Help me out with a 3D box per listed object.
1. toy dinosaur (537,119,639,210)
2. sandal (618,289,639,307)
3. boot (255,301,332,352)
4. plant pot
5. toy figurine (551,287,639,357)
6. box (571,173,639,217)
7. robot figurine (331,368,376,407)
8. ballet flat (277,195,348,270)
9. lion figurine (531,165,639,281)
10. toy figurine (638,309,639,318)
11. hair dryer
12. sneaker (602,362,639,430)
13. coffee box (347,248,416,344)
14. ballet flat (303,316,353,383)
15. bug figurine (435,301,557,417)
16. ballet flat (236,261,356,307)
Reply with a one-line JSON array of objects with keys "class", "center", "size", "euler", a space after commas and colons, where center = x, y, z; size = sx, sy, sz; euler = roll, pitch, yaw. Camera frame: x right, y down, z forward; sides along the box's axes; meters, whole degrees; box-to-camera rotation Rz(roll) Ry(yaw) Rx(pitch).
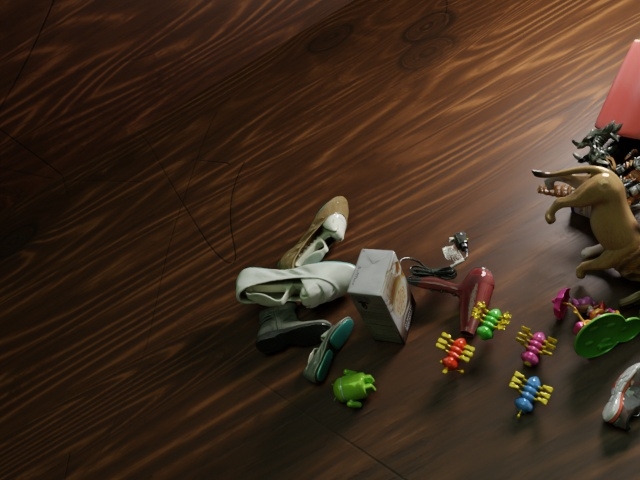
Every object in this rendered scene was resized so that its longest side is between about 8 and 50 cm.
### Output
[{"class": "toy dinosaur", "center": [0.745, -0.171, 1.395], "size": [0.321, 0.164, 0.219], "euler": [-1, 66, 1]}, {"class": "sandal", "center": [0.767, 0.109, 1.236], "size": [0.180, 0.072, 0.049], "euler": [-38, 47, 49]}, {"class": "boot", "center": [-0.083, 0.239, 1.627], "size": [0.246, 0.084, 0.161], "euler": [-13, 37, 12]}, {"class": "plant pot", "center": [0.918, -0.406, 1.456], "size": [0.274, 0.243, 0.275], "euler": [5, 23, -2]}, {"class": "toy figurine", "center": [0.637, 0.173, 1.284], "size": [0.173, 0.130, 0.159], "euler": [-10, 34, -9]}, {"class": "box", "center": [0.783, -0.121, 1.478], "size": [0.126, 0.072, 0.137], "euler": [-45, 46, -13]}, {"class": "robot figurine", "center": [0.085, 0.385, 1.410], "size": [0.115, 0.067, 0.101], "euler": [-17, 54, 14]}, {"class": "ballet flat", "center": [0.000, 0.000, 1.753], "size": [0.342, 0.116, 0.124], "euler": [-47, 31, -13]}, {"class": "lion figurine", "center": [0.703, -0.048, 1.300], "size": [0.240, 0.392, 0.142], "euler": [-27, 11, 50]}, {"class": "toy figurine", "center": [0.887, 0.163, 1.097], "size": [0.362, 0.191, 0.217], "euler": [-19, 50, 14]}, {"class": "hair dryer", "center": [0.360, 0.133, 1.472], "size": [0.223, 0.080, 0.294], "euler": [-29, 51, 8]}, {"class": "sneaker", "center": [0.667, 0.338, 1.159], "size": [0.064, 0.061, 0.158], "euler": [34, 71, 15]}, {"class": "coffee box", "center": [0.170, 0.153, 1.439], "size": [0.098, 0.247, 0.141], "euler": [3, 54, 29]}, {"class": "ballet flat", "center": [0.016, 0.300, 1.521], "size": [0.068, 0.072, 0.213], "euler": [10, 58, 40]}, {"class": "bug figurine", "center": [0.434, 0.280, 1.300], "size": [0.279, 0.072, 0.216], "euler": [27, 73, 31]}, {"class": "ballet flat", "center": [-0.075, 0.149, 1.631], "size": [0.399, 0.139, 0.139], "euler": [-3, 50, 16]}]
